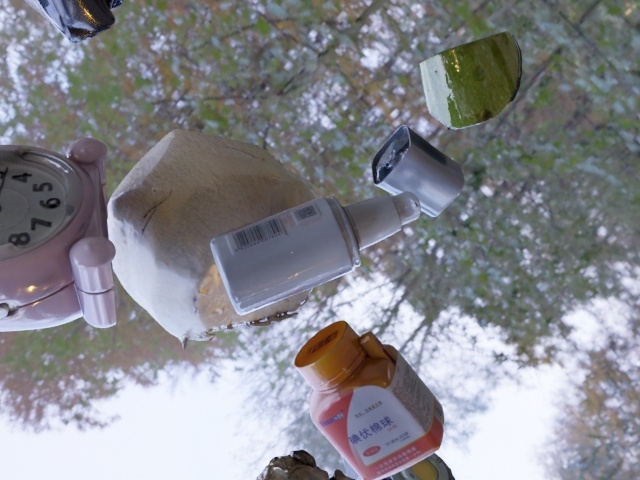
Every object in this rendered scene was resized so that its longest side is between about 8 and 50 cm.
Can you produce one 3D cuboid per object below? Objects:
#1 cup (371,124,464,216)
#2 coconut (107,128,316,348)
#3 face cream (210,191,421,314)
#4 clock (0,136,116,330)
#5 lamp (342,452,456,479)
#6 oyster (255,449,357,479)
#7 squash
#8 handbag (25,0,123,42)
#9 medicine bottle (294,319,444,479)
[{"bbox_3d":[0.156,-0.121,1.345,0.129,0.095,0.128,31,-150,-22],"label":"cup"},{"bbox_3d":[-0.181,-0.015,1.384,0.346,0.346,0.360,18,-161,-44],"label":"coconut"},{"bbox_3d":[0.000,0.000,0.985,0.101,0.252,0.101,159,90,-84],"label":"face cream"},{"bbox_3d":[-0.459,-0.005,1.149,0.326,0.184,0.342,-3,-142,-16],"label":"clock"},{"bbox_3d":[0.149,0.539,1.611,0.205,0.272,0.374,9,-126,-28],"label":"lamp"},{"bbox_3d":[0.013,0.337,1.026,0.233,0.161,0.107,30,-145,-25],"label":"oyster"},{"bbox_3d":[0.259,-0.297,1.454,0.085,0.192,0.184,41,-142,-48],"label":"squash"},{"bbox_3d":[-0.329,-0.362,0.910,0.275,0.088,0.244,44,161,48],"label":"handbag"},{"bbox_3d":[0.067,0.234,1.219,0.222,0.149,0.112,51,-157,-13],"label":"medicine bottle"}]
